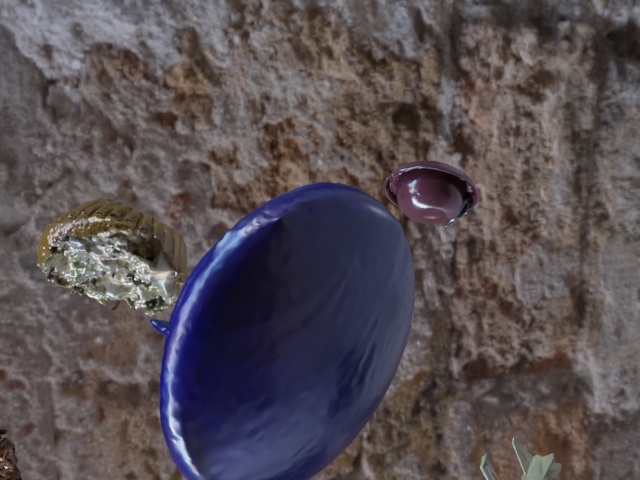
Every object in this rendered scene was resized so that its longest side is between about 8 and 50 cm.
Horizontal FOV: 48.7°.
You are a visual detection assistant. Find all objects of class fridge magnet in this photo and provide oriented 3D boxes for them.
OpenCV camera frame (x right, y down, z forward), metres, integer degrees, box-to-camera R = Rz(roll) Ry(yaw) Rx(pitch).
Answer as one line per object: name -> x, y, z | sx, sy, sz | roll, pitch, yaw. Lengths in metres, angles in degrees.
fridge magnet -> -0.020, 0.081, 0.569 | 0.112, 0.265, 0.266 | 21, 117, 40

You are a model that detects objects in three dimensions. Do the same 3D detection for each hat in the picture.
hat -> 0.228, -0.087, 1.477 | 0.205, 0.205, 0.089 | 123, 161, -60

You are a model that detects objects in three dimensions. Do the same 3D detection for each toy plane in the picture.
toy plane -> 0.372, 0.485, 1.248 | 0.104, 0.242, 0.256 | -42, 19, 54

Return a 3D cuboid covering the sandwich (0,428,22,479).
sandwich -> -0.290, 0.179, 0.547 | 0.159, 0.079, 0.235 | 22, 124, 45

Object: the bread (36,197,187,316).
bread -> -0.374, 0.026, 1.298 | 0.274, 0.274, 0.149 | 110, 171, -50
